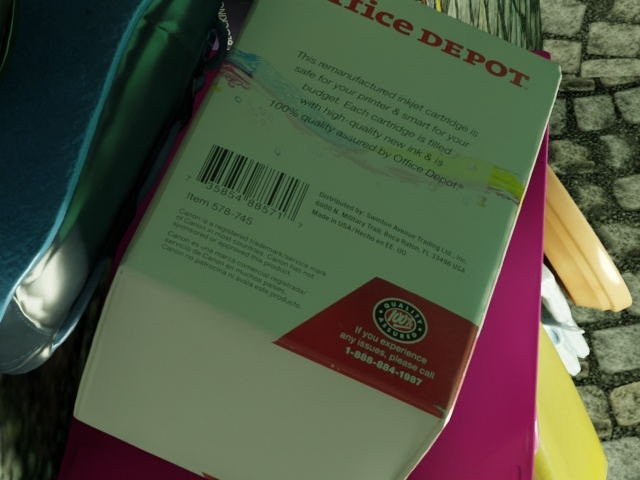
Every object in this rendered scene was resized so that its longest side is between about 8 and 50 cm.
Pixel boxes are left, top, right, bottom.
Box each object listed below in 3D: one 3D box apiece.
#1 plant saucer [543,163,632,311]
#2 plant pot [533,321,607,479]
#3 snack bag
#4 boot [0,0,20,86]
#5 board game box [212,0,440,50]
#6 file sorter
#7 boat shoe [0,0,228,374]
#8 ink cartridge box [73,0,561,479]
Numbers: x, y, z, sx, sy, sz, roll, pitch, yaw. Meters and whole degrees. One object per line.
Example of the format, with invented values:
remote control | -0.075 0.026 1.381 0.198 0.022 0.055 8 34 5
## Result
plant saucer | 0.157 -0.027 1.137 0.200 0.037 0.200 56 4 -6
plant pot | 0.067 0.123 1.058 0.212 0.212 0.187 -51 126 -71
snack bag | 0.109 -0.046 1.252 0.323 0.037 0.342 57 4 17
boot | -0.115 -0.092 0.473 0.099 0.045 0.121 82 31 -86
board game box | -0.002 -0.097 0.858 0.048 0.141 0.170 -80 164 -45
file sorter | 0.011 0.069 0.785 0.182 0.202 0.291 79 16 -50
boat shoe | -0.095 -0.071 0.590 0.089 0.109 0.258 82 29 -58
ink cartridge box | 0.000 0.000 0.620 0.127 0.128 0.176 116 -2 -56
